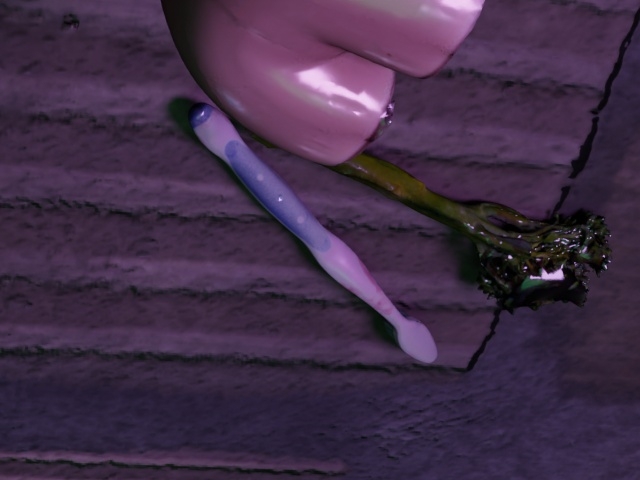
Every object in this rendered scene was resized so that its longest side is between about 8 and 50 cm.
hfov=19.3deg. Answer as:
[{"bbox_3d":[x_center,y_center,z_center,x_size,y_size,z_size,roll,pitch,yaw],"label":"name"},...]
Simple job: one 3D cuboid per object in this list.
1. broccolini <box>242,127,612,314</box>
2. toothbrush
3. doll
[{"bbox_3d":[0.061,-0.024,1.080,0.254,0.071,0.057,26,166,-27],"label":"broccolini"},{"bbox_3d":[0.000,0.000,1.083,0.021,0.027,0.269,-53,134,-10],"label":"toothbrush"},{"bbox_3d":[-0.075,-0.178,0.743,0.268,0.216,0.284,20,136,-23],"label":"doll"}]
